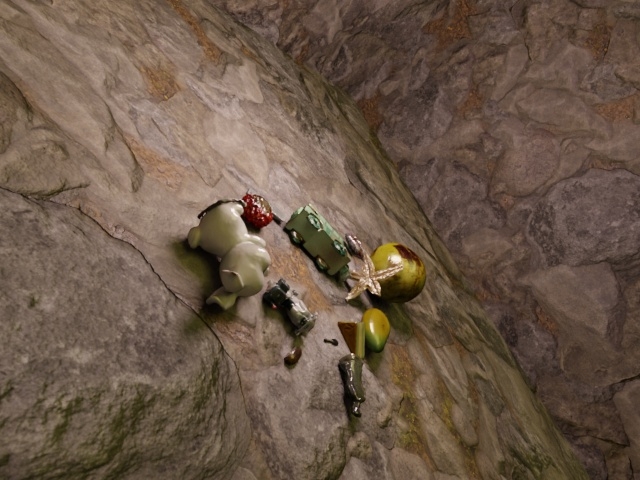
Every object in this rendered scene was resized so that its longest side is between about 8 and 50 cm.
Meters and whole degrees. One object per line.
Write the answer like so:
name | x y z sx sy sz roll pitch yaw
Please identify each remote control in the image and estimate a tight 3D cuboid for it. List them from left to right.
remote control | -0.215 -0.137 1.877 0.184 0.027 0.050 39 27 -16

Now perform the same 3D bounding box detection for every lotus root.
lotus root | -0.078 0.354 1.462 0.037 0.030 0.083 55 26 2

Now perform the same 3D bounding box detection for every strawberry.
strawberry | -0.235 -0.112 1.740 0.145 0.086 0.145 41 28 -27

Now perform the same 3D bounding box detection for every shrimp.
shrimp | 0.148 0.036 1.945 0.165 0.056 0.065 61 9 12

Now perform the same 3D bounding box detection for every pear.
pear | 0.339 0.144 2.150 0.283 0.283 0.284 39 28 -26

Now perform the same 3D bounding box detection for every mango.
mango | 0.214 0.348 1.874 0.137 0.091 0.237 53 18 -1

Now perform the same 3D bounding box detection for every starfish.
starfish | 0.202 0.138 2.004 0.231 0.295 0.048 54 -10 40

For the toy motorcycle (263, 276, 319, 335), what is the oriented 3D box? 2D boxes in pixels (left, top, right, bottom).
toy motorcycle | -0.090 0.219 1.551 0.221 0.102 0.150 46 5 -18

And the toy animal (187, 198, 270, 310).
toy animal | -0.256 0.047 1.404 0.247 0.182 0.310 3 59 -52

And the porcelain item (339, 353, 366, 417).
porcelain item | 0.113 0.485 1.568 0.081 0.069 0.216 41 26 -31

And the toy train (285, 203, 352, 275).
toy train | 0.000 0.000 1.944 0.326 0.129 0.159 47 20 -10

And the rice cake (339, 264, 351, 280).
rice cake | 0.099 0.099 2.047 0.034 0.043 0.211 46 19 -25

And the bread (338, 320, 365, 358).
bread | 0.116 0.374 1.784 0.074 0.084 0.139 9 80 -56

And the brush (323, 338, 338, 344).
brush | 0.039 0.356 1.680 0.083 0.008 0.024 24 41 -46
